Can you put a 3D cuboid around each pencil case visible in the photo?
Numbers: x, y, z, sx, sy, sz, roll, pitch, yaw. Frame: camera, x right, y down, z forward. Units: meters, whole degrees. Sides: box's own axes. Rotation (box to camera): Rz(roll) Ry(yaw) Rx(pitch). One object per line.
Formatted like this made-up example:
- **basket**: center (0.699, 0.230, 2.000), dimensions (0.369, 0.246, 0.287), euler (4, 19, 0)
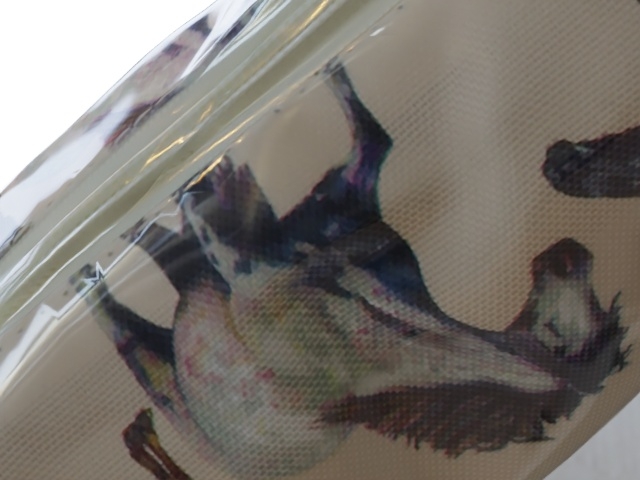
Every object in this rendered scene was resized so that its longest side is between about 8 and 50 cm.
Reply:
- **pencil case**: center (0.000, 0.000, 0.489), dimensions (0.410, 0.160, 0.183), euler (-40, -51, 13)
